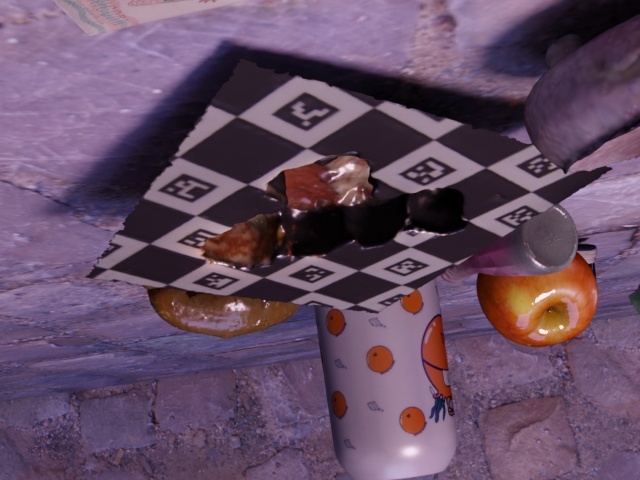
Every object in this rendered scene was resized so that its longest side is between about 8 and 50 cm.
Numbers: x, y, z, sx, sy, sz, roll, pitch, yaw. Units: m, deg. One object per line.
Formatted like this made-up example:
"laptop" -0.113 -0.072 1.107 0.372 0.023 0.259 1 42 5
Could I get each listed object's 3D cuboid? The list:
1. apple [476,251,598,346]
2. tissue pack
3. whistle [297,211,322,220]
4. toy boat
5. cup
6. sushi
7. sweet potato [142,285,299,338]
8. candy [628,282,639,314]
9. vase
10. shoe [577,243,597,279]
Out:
"apple" 0.297 0.068 1.167 0.163 0.164 0.139 -5 -148 -8
"tissue pack" -0.072 -0.125 0.394 0.108 0.023 0.056 -10 167 11
"whistle" 0.000 0.000 0.894 0.113 0.077 0.236 -13 161 4
"toy boat" 0.230 -0.120 0.513 0.227 0.085 0.155 -26 169 24
"cup" 0.108 0.227 1.392 0.212 0.318 0.212 -6 168 -1
"sushi" 0.007 -0.042 0.702 0.320 0.069 0.339 9 151 -28
"sweet potato" -0.106 0.078 1.121 0.124 0.098 0.310 10 -178 39
"candy" 0.340 -0.061 0.468 0.262 0.172 0.398 -30 150 -6
"vase" 0.221 0.012 1.059 0.086 0.086 0.214 -1 171 -24
"shoe" 0.360 0.066 1.308 0.091 0.106 0.207 -3 172 -12
